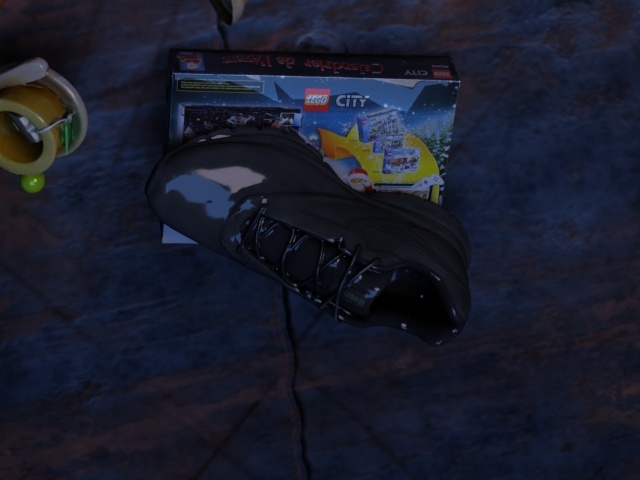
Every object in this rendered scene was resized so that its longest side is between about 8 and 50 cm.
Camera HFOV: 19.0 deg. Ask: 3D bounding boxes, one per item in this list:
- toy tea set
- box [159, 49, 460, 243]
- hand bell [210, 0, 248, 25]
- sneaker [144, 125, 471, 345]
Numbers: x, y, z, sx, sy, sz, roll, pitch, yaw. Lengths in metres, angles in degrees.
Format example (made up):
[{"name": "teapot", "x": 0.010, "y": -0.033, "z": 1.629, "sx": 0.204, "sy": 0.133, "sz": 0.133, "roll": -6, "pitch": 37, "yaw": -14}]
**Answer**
[{"name": "toy tea set", "x": -0.291, "y": -0.113, "z": 1.418, "sx": 0.200, "sy": 0.124, "sz": 0.336, "roll": 1, "pitch": 127, "yaw": 24}, {"name": "box", "x": -0.012, "y": -0.073, "z": 1.565, "sx": 0.233, "sy": 0.044, "sz": 0.159, "roll": 1, "pitch": 121, "yaw": -9}, {"name": "hand bell", "x": 0.020, "y": -0.263, "z": 1.437, "sx": 0.242, "sy": 0.126, "sz": 0.126, "roll": -23, "pitch": 123, "yaw": -9}, {"name": "sneaker", "x": 0.000, "y": 0.000, "z": 1.509, "sx": 0.286, "sy": 0.130, "sz": 0.109, "roll": 17, "pitch": 120, "yaw": -17}]
